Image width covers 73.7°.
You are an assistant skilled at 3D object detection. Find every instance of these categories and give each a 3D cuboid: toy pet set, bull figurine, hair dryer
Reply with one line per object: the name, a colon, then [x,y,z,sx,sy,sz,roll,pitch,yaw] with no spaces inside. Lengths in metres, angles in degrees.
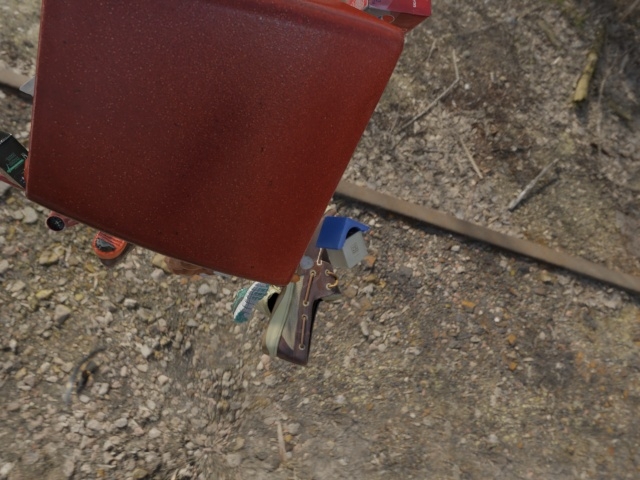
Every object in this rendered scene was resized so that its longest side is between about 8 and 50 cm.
toy pet set: [0.000,0.000,0.573,0.122,0.114,0.065,-34,115,-33]
bull figurine: [-0.272,0.014,0.979,0.188,0.310,0.101,12,68,-21]
hair dryer: [-0.607,-0.102,0.951,0.223,0.080,0.293,-12,39,-45]

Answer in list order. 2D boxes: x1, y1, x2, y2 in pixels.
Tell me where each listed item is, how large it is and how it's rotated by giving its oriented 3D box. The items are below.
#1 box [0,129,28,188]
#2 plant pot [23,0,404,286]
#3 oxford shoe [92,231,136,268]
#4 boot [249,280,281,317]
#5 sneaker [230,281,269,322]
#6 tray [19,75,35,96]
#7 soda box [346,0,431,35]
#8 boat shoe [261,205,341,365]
box: [-0.528,-0.139,0.728,0.062,0.083,0.052,22,63,28]
plant pot: [-0.133,-0.139,0.410,0.236,0.267,0.267,5,34,-34]
oxford shoe: [-0.534,-0.043,1.188,0.097,0.098,0.271,22,51,0]
boot: [-0.204,0.156,1.595,0.095,0.203,0.262,-5,100,-27]
sneaker: [-0.218,0.163,1.278,0.166,0.065,0.076,-52,45,6]
tray: [-0.820,-0.486,1.340,0.145,0.270,0.030,-14,100,-49]
soda box: [0.086,-0.413,0.552,0.092,0.083,0.263,-2,96,-17]
boat shoe: [-0.011,0.097,0.906,0.123,0.123,0.342,20,83,11]
